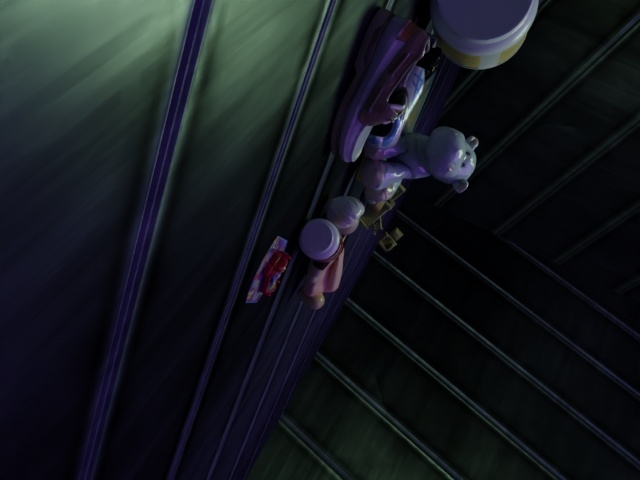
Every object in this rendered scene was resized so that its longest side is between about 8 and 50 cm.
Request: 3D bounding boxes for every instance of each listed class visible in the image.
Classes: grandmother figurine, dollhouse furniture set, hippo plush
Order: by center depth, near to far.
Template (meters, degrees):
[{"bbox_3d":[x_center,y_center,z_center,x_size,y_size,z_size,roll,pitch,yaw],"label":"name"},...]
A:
[{"bbox_3d":[0.028,0.013,1.712,0.342,0.104,0.208,110,-4,-52],"label":"grandmother figurine"},{"bbox_3d":[0.251,-0.182,1.780,0.234,0.236,0.294,-68,154,-7],"label":"hippo plush"},{"bbox_3d":[0.240,-0.083,2.361,0.182,0.161,0.101,-40,-179,21],"label":"dollhouse furniture set"}]

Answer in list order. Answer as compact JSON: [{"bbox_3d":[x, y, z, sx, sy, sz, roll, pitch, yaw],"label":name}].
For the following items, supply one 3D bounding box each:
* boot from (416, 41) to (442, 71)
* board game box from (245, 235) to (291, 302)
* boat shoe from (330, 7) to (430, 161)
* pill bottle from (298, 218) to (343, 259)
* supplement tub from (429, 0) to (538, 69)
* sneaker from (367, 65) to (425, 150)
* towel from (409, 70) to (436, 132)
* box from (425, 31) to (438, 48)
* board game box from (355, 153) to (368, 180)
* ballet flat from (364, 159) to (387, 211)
[{"bbox_3d":[0.192,-0.376,1.501,0.121,0.099,0.045,-58,169,-37],"label":"boot"},{"bbox_3d":[-0.086,0.062,1.335,0.133,0.033,0.168,-64,172,-2],"label":"board game box"},{"bbox_3d":[0.101,-0.251,1.280,0.113,0.103,0.302,-56,169,-44],"label":"boat shoe"},{"bbox_3d":[0.000,0.000,1.508,0.086,0.086,0.152,-64,172,-2],"label":"pill bottle"},{"bbox_3d":[0.377,-0.540,1.685,0.241,0.241,0.331,-65,173,9],"label":"supplement tub"},{"bbox_3d":[0.169,-0.319,1.630,0.086,0.085,0.237,17,93,-64],"label":"sneaker"},{"bbox_3d":[0.264,-0.351,2.330,0.271,0.040,0.370,-53,166,-54],"label":"towel"},{"bbox_3d":[0.215,-0.408,1.704,0.169,0.059,0.054,-65,174,7],"label":"box"},{"bbox_3d":[0.157,-0.241,1.931,0.181,0.043,0.092,-57,170,-40],"label":"board game box"},{"bbox_3d":[0.169,-0.172,2.219,0.073,0.080,0.232,-23,146,-33],"label":"ballet flat"}]
